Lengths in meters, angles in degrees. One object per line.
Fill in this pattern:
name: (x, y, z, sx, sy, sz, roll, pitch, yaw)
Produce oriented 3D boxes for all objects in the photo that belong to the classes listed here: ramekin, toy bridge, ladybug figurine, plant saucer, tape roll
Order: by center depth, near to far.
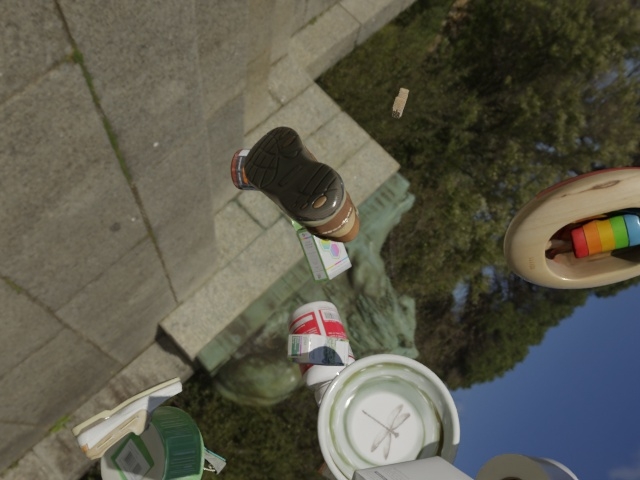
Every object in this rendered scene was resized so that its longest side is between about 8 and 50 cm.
ladybug figurine: (0.650, -0.041, 1.408, 0.449, 0.305, 0.162, -12, -144, 13)
tape roll: (0.538, 0.682, 1.554, 0.169, 0.246, 0.246, 21, 121, -38)
toy bridge: (0.204, -0.350, 1.555, 0.188, 0.026, 0.063, -62, 169, -67)
plant saucer: (0.185, 0.527, 1.704, 0.400, 0.400, 0.100, -41, 170, -17)
ramekin: (-0.512, 0.654, 1.808, 0.303, 0.303, 0.148, -46, 151, 12)

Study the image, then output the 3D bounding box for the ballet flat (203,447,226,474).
ballet flat: (-0.407, 0.727, 2.047, 0.072, 0.213, 0.068, 3, -129, 52)

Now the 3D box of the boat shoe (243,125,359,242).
boat shoe: (-0.035, -0.089, 1.033, 0.122, 0.324, 0.120, -41, 127, 3)

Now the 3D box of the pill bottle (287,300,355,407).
pill bottle: (0.015, 0.475, 2.503, 0.229, 0.408, 0.229, -13, 144, -9)

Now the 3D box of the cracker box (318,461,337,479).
cracker box: (0.101, 0.679, 1.828, 0.156, 0.067, 0.232, -51, -167, -22)

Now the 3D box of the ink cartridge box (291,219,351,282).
ink cartridge box: (0.000, 0.000, 1.673, 0.062, 0.209, 0.109, -16, -173, 39)

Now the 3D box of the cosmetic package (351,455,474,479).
cosmetic package: (0.141, 0.493, 0.979, 0.224, 0.138, 0.224, 11, 98, -42)

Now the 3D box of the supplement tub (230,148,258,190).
supplement tub: (-0.114, -0.173, 1.486, 0.106, 0.197, 0.106, 4, 90, -69)

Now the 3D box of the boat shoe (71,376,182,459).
boat shoe: (-0.505, 0.475, 1.630, 0.302, 0.103, 0.113, -27, 175, -17)

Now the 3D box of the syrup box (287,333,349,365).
syrup box: (-0.005, 0.371, 2.032, 0.096, 0.093, 0.237, -7, 164, 35)
